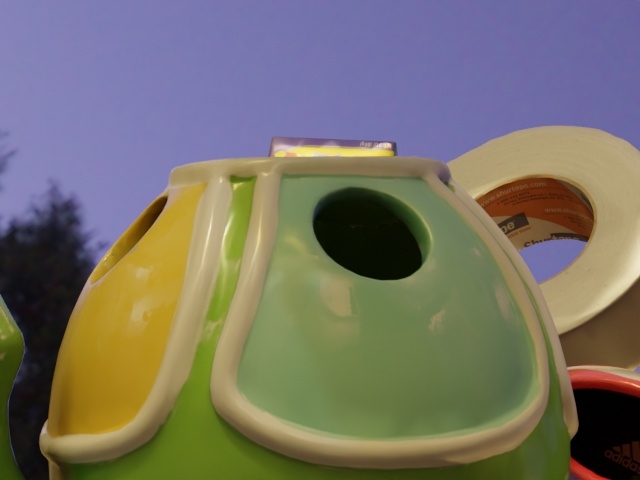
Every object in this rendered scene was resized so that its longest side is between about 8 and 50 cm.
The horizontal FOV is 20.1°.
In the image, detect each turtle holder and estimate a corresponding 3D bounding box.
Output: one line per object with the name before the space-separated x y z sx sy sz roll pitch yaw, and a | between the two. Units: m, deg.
turtle holder | -0.037 0.076 0.870 0.320 0.243 0.228 -1 -90 5

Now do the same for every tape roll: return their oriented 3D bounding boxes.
tape roll | 0.155 0.017 1.318 0.219 0.219 0.072 14 -33 38

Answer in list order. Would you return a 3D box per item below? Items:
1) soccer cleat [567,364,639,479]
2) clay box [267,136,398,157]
soccer cleat | 0.262 0.153 1.034 0.318 0.109 0.116 21 -5 20
clay box | 0.000 0.000 1.728 0.127 0.222 0.053 3 -39 9
